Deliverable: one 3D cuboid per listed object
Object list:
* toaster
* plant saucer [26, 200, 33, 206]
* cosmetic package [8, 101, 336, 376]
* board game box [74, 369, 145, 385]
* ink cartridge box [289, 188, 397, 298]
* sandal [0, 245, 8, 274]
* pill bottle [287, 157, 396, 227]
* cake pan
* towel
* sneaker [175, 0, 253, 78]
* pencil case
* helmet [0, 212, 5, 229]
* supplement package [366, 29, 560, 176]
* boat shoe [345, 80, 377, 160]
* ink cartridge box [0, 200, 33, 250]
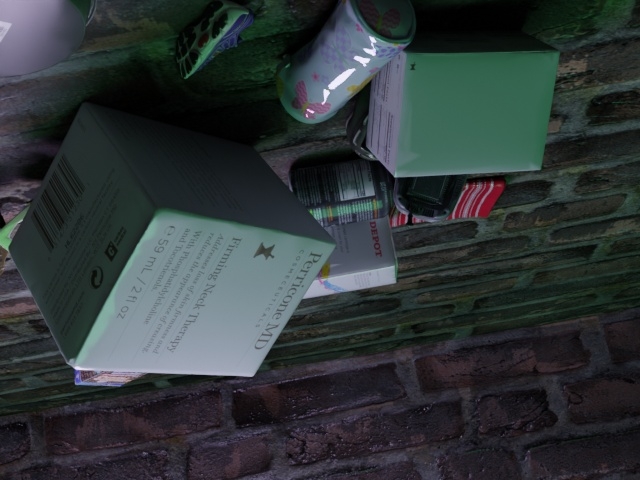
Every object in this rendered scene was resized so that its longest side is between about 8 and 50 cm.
[{"bbox_3d":[0.214,-0.122,1.905,0.129,0.226,0.146,16,177,5],"label":"toaster"},{"bbox_3d":[-0.471,-0.023,1.975,0.188,0.188,0.045,-19,-170,27],"label":"plant saucer"},{"bbox_3d":[-0.262,0.009,1.730,0.394,0.327,0.329,10,119,-45],"label":"cosmetic package"},{"bbox_3d":[-0.499,0.225,2.519,0.141,0.232,0.291,11,153,-45],"label":"board game box"},{"bbox_3d":[0.000,0.000,2.135,0.306,0.226,0.131,-9,159,1],"label":"ink cartridge box"},{"bbox_3d":[-0.732,0.036,2.172,0.072,0.049,0.180,-2,145,-36],"label":"sandal"},{"bbox_3d":[0.062,-0.100,2.027,0.246,0.130,0.130,-9,160,-1],"label":"pill bottle"},{"bbox_3d":[-0.449,-0.306,1.333,0.293,0.054,0.293,-9,160,-3],"label":"cake pan"},{"bbox_3d":[0.286,-0.088,2.317,0.275,0.031,0.199,-6,159,-8],"label":"towel"},{"bbox_3d":[-0.159,-0.296,1.482,0.071,0.068,0.170,1,158,-42],"label":"sneaker"},{"bbox_3d":[0.033,-0.289,1.518,0.113,0.124,0.273,-30,177,-37],"label":"pencil case"},{"bbox_3d":[-0.683,-0.029,1.834,0.162,0.169,0.169,-24,162,-10],"label":"helmet"},{"bbox_3d":[0.225,-0.225,1.595,0.262,0.145,0.204,-4,116,-15],"label":"supplement package"},{"bbox_3d":[0.109,-0.204,1.812,0.112,0.095,0.335,-8,160,-3],"label":"boat shoe"},{"bbox_3d":[-0.512,0.012,1.869,0.109,0.062,0.209,-40,124,3],"label":"ink cartridge box"}]
